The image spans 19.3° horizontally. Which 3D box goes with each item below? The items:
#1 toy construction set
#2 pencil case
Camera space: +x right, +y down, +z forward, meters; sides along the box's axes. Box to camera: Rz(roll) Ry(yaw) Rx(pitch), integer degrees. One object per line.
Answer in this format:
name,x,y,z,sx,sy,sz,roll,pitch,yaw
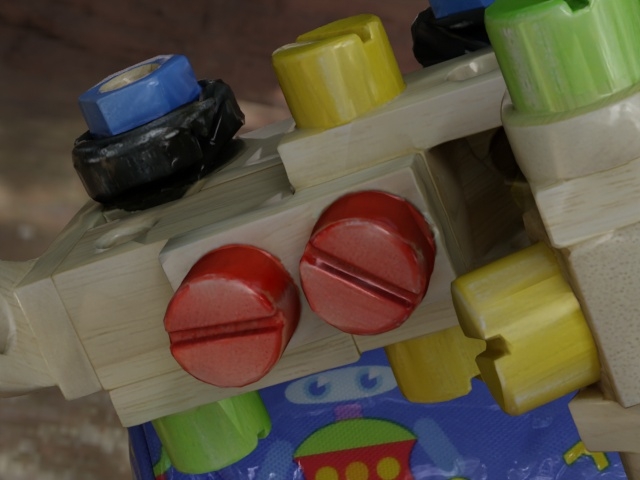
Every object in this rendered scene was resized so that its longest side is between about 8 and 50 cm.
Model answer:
toy construction set,0.000,0.000,0.429,0.327,0.151,0.215,-3,21,13
pencil case,0.080,0.081,0.664,0.306,0.119,0.133,-12,58,-1
